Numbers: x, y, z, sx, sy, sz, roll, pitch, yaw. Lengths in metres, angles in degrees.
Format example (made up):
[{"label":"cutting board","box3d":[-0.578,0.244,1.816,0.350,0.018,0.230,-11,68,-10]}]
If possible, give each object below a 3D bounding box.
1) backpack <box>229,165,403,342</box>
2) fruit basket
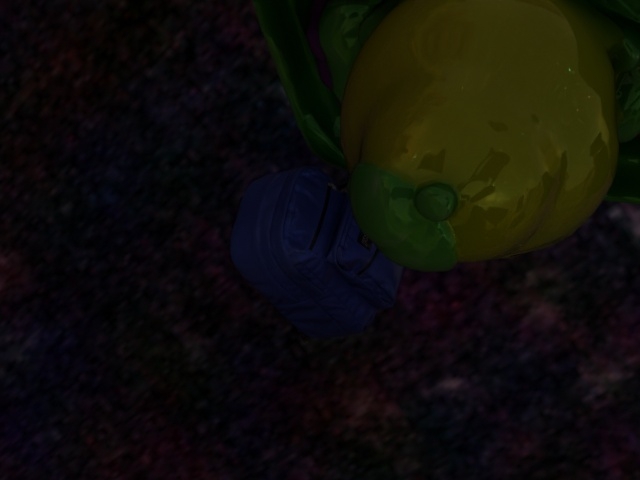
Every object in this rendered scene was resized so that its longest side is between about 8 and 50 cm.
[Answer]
[{"label":"backpack","box3d":[0.000,0.000,1.329,0.120,0.101,0.098,41,48,-35]},{"label":"fruit basket","box3d":[0.128,-0.092,1.175,0.392,0.283,0.392,-7,55,11]}]
